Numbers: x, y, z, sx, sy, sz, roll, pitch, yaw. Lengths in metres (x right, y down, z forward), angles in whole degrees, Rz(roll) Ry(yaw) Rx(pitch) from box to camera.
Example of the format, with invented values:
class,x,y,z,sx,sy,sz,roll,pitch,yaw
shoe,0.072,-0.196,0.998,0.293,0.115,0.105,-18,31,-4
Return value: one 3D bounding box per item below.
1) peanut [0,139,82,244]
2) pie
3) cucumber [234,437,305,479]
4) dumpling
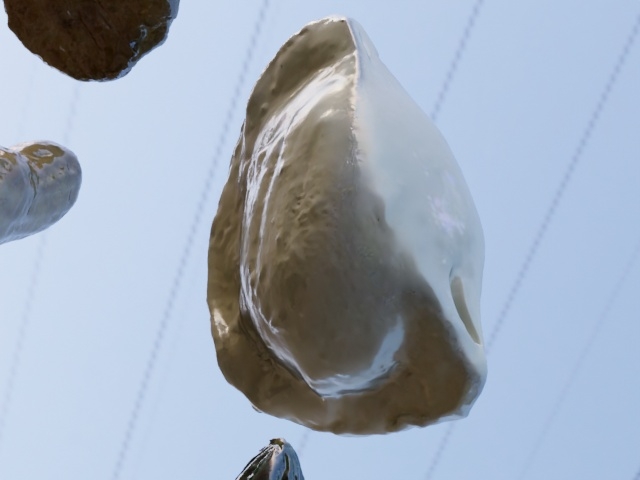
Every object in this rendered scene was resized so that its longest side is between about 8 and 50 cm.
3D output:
class,x,y,z,sx,sy,sz,roll,pitch,yaw
peanut,-0.306,-0.044,1.626,0.108,0.226,0.095,-45,-103,29
pie,-0.225,-0.246,1.698,0.195,0.046,0.195,7,-70,19
cucumber,-0.081,0.277,1.329,0.077,0.265,0.077,27,-22,12
dumpling,0.000,0.000,0.990,0.179,0.131,0.252,-29,-107,37
